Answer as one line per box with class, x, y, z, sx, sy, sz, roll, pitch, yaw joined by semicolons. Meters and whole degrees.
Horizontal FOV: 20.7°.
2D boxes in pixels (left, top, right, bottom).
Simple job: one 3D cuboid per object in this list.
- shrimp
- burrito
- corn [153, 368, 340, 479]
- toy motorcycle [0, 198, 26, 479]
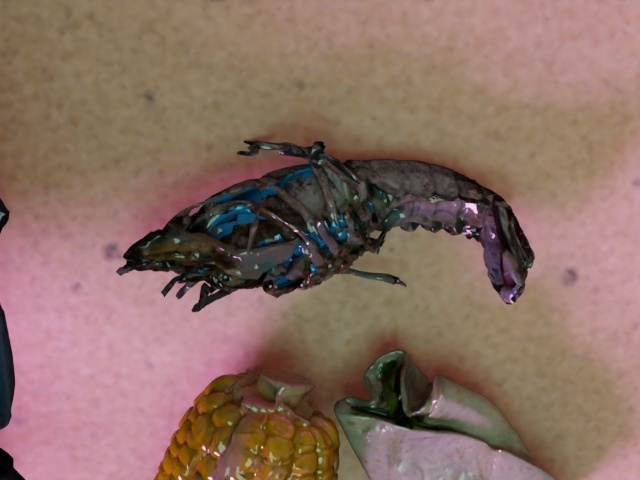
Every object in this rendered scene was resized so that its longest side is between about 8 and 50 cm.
shrimp;0.001;-0.004;0.742;0.174;0.076;0.082;0;153;-7
burrito;0.058;0.096;0.783;0.074;0.044;0.118;-31;112;7
corn;-0.053;0.159;0.787;0.080;0.080;0.238;19;113;-10
toy motorcycle;-0.231;0.002;0.656;0.232;0.172;0.416;-8;97;0
